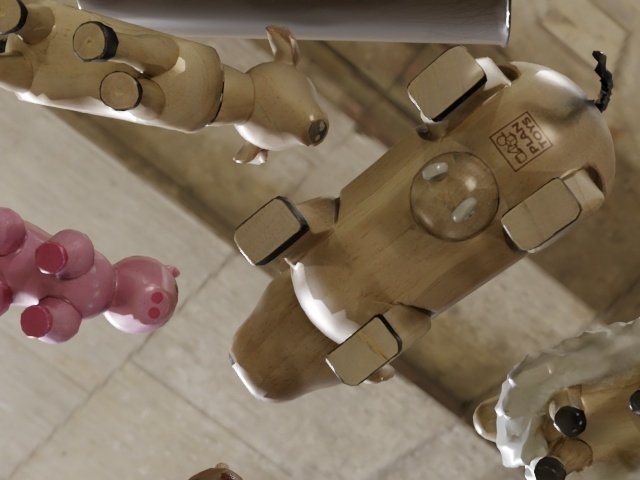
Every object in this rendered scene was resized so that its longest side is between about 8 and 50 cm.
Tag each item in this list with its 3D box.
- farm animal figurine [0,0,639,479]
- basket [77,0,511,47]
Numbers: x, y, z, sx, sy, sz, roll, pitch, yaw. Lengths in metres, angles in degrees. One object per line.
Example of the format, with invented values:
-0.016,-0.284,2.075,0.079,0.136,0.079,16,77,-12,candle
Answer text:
0.000,0.000,0.649,0.327,0.330,0.172,-21,-3,16,farm animal figurine
-0.023,-0.193,0.733,0.154,0.227,0.204,56,-153,-86,basket
